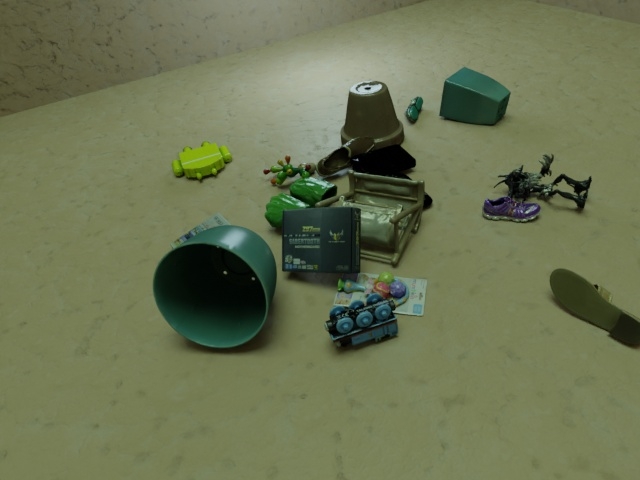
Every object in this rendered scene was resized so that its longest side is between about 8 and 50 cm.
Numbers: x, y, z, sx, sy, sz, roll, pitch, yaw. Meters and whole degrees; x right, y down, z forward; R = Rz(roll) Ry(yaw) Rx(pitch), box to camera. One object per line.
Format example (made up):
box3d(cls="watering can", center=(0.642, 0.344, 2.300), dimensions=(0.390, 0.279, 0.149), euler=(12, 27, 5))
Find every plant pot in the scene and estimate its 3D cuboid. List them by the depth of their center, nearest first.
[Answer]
box3d(cls="plant pot", center=(-0.245, 0.092, 1.276), dimensions=(0.293, 0.293, 0.235), euler=(0, 23, 12))
box3d(cls="plant pot", center=(0.201, -0.504, 1.961), dimensions=(0.263, 0.229, 0.263), euler=(-6, 39, 5))
box3d(cls="plant pot", center=(0.646, -0.584, 2.022), dimensions=(0.234, 0.165, 0.166), euler=(31, 53, 30))

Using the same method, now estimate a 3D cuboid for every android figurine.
box3d(cls="android figurine", center=(-0.496, -0.334, 2.039), dimensions=(0.248, 0.056, 0.273), euler=(-20, 39, -13))

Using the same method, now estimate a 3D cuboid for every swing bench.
box3d(cls="swing bench", center=(0.158, -0.081, 1.495), dimensions=(0.253, 0.165, 0.254), euler=(12, 38, 27))

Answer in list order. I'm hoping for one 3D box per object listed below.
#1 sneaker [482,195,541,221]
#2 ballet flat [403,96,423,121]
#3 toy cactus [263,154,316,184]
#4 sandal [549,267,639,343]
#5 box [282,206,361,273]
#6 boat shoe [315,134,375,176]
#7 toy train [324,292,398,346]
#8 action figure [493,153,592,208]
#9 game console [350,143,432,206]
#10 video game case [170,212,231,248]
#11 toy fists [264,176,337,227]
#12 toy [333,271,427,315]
box3d(cls="sneaker", center=(0.585, -0.101, 1.492), dimensions=(0.170, 0.071, 0.068), euler=(0, 39, 12))
box3d(cls="ballet flat", center=(0.401, -0.569, 2.143), dimensions=(0.070, 0.070, 0.188), euler=(10, 40, 23))
box3d(cls="toy cactus", center=(-0.096, -0.270, 1.835), dimensions=(0.181, 0.112, 0.219), euler=(-20, 15, -39))
box3d(cls="sandal", center=(0.667, 0.154, 1.169), dimensions=(0.079, 0.088, 0.240), euler=(0, 33, -42))
box3d(cls="box", center=(0.000, 0.000, 1.379), dimensions=(0.233, 0.183, 0.059), euler=(0, -2, 29))
box3d(cls="boat shoe", center=(0.105, -0.320, 1.831), dimensions=(0.257, 0.095, 0.095), euler=(-34, 0, -12))
box3d(cls="toy train", center=(0.101, 0.201, 1.189), dimensions=(0.184, 0.105, 0.080), euler=(-18, 30, -10))
box3d(cls="action figure", center=(0.691, -0.190, 1.528), dimensions=(0.276, 0.141, 0.164), euler=(16, 56, 27))
box3d(cls="game console", center=(0.271, -0.222, 1.713), dimensions=(0.213, 0.044, 0.361), euler=(-19, 44, -16))
box3d(cls="video game case", center=(-0.363, 0.010, 1.578), dimensions=(0.193, 0.023, 0.212), euler=(-36, 44, -16))
box3d(cls="toy fists", center=(-0.071, -0.129, 1.658), dimensions=(0.142, 0.096, 0.279), euler=(26, 48, 27))
box3d(cls="toy", center=(0.161, 0.125, 1.313), dimensions=(0.237, 0.056, 0.137), euler=(3, 40, 16))
